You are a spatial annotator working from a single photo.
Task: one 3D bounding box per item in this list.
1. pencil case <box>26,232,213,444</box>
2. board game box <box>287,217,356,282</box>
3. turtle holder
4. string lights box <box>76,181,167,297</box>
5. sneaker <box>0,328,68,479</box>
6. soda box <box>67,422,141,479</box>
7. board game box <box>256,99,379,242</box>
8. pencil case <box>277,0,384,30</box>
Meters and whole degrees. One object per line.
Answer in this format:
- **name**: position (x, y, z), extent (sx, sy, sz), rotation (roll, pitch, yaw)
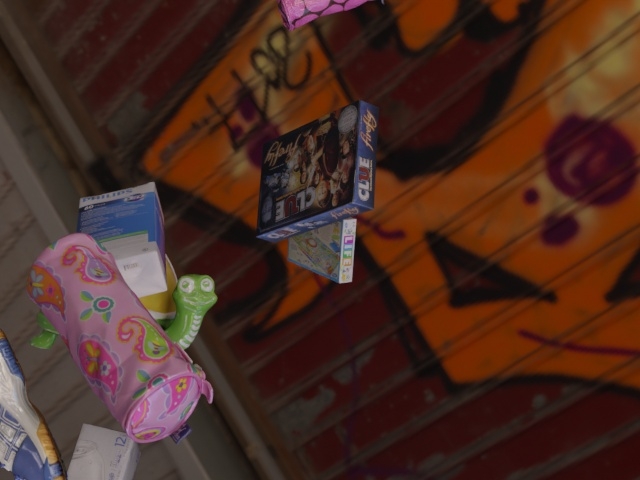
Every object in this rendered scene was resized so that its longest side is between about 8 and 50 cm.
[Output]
- **pencil case**: position (-0.251, 0.118, 1.315), extent (0.124, 0.284, 0.124), rotation (-30, 146, -23)
- **board game box**: position (0.000, 0.000, 1.733), extent (0.026, 0.104, 0.154), rotation (-6, -163, -34)
- **turtle holder**: position (-0.358, 0.100, 1.893), extent (0.243, 0.228, 0.320), rotation (11, 178, -32)
- **string lights box**: position (-0.322, 0.002, 1.724), extent (0.133, 0.077, 0.260), rotation (-13, -152, -2)
- **sneaker**: position (-0.465, 0.277, 1.547), extent (0.131, 0.296, 0.112), rotation (-25, 174, -16)
- **soda box**: position (-0.370, 0.443, 1.685), extent (0.098, 0.091, 0.286), rotation (96, 7, -62)
- **board game box**: position (-0.008, -0.102, 1.646), extent (0.042, 0.165, 0.243), rotation (17, 158, -36)
- **pencil case**: position (0.016, -0.473, 2.068), extent (0.209, 0.095, 0.098), rotation (-20, 170, -11)
